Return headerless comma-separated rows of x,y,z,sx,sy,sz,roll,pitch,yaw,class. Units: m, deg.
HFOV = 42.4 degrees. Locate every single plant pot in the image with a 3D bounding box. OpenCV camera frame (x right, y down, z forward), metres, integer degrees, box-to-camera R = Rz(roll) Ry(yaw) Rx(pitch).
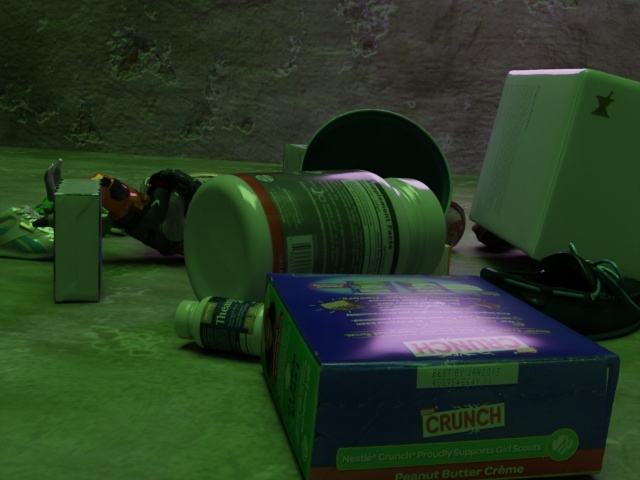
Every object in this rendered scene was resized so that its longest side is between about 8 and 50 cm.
0.091,-0.087,1.631,0.293,0.293,0.196,0,-16,-9,plant pot

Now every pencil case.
0.199,-0.052,1.820,0.124,0.124,0.284,-3,11,-25,pencil case

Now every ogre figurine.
-0.519,-0.060,1.774,0.197,0.096,0.118,-13,26,-15,ogre figurine

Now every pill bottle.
-0.117,0.104,1.025,0.120,0.067,0.067,5,11,18,pill bottle
0.000,0.000,1.227,0.363,0.210,0.210,-6,13,-38,pill bottle

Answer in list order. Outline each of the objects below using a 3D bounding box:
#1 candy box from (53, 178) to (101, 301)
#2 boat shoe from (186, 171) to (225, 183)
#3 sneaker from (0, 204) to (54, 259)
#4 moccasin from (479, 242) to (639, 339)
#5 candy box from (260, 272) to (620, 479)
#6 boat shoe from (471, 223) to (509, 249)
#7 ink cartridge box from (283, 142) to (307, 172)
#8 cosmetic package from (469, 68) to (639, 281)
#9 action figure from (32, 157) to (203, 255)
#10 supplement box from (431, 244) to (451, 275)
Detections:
-0.382,-0.006,1.305,0.070,0.164,0.196,0,10,-15,candy box
-0.191,-0.066,1.797,0.342,0.123,0.123,11,15,-10,boat shoe
-0.542,-0.017,1.536,0.229,0.092,0.087,3,9,1,sneaker
0.352,0.073,1.149,0.342,0.116,0.138,-7,14,-39,moccasin
0.092,0.122,0.827,0.268,0.122,0.317,1,9,-11,candy box
0.412,-0.018,1.816,0.207,0.073,0.073,-13,56,-45,boat shoe
-0.028,-0.155,2.147,0.069,0.175,0.371,-1,11,-19,ink cartridge box
0.517,-0.126,1.539,0.330,0.327,0.393,13,9,-8,cosmetic package
-0.351,-0.051,1.557,0.330,0.178,0.341,20,-10,-15,action figure
0.178,0.038,1.458,0.099,0.062,0.036,-1,12,-22,supplement box
